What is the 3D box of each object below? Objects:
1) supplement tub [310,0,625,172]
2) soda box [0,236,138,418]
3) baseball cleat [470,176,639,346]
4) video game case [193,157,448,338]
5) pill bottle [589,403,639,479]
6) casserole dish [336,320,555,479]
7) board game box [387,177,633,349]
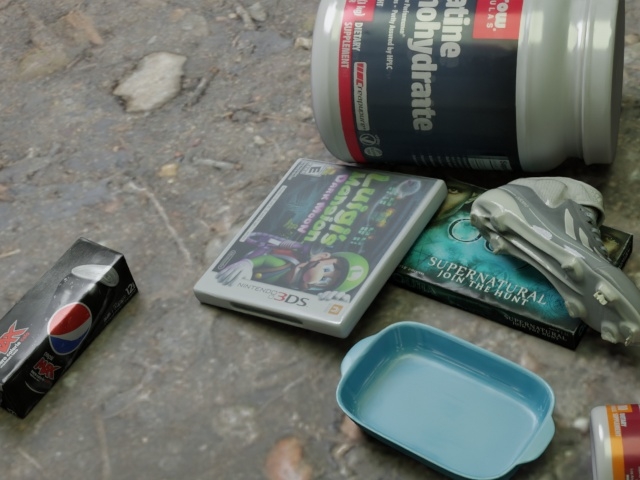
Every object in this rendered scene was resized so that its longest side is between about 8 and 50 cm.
[{"bbox_3d":[0.141,-0.162,1.176,0.272,0.191,0.191,4,49,16],"label":"supplement tub"},{"bbox_3d":[-0.244,0.076,1.137,0.060,0.053,0.169,20,56,29],"label":"soda box"},{"bbox_3d":[0.222,0.003,1.050,0.109,0.072,0.206,-30,52,-24],"label":"baseball cleat"},{"bbox_3d":[0.000,0.000,1.153,0.173,0.022,0.190,12,50,36],"label":"video game case"},{"bbox_3d":[0.278,0.160,0.916,0.152,0.086,0.086,-4,47,9],"label":"pill bottle"},{"bbox_3d":[0.102,0.136,1.014,0.188,0.037,0.114,23,56,31],"label":"casserole dish"},{"bbox_3d":[0.168,0.016,1.118,0.186,0.026,0.126,19,55,28],"label":"board game box"}]
